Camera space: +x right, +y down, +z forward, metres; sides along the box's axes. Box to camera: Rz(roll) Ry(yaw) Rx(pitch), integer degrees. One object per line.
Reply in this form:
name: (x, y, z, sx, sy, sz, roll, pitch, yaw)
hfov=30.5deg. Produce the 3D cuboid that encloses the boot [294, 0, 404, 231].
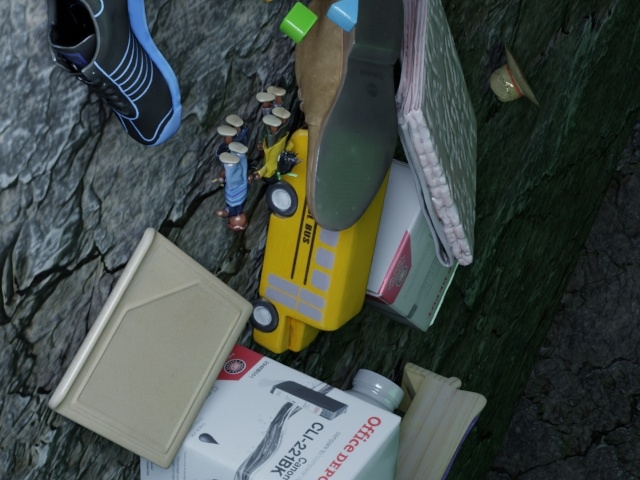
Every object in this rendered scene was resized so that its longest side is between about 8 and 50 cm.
boot: (0.021, -0.161, 1.405, 0.112, 0.115, 0.305, 13, 84, -42)

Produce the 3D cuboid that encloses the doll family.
doll family: (-0.079, -0.092, 1.384, 0.193, 0.076, 0.111, -40, 150, -39)

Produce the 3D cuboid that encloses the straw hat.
straw hat: (0.341, -0.286, 2.129, 0.061, 0.144, 0.144, -28, 161, 13)

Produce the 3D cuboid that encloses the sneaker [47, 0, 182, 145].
sneaker: (-0.194, -0.164, 1.057, 0.090, 0.081, 0.232, -49, 144, -32)

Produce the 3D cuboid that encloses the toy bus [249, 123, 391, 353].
toy bus: (0.000, 0.000, 1.557, 0.108, 0.130, 0.332, -33, 139, -53)

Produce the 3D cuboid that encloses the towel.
towel: (0.163, -0.176, 1.649, 0.331, 0.054, 0.316, 65, 25, -47)

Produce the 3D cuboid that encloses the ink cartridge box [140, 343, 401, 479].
ink cartridge box: (-0.061, 0.264, 1.477, 0.197, 0.273, 0.114, -42, 146, -46)

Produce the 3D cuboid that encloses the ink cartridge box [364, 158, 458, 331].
ink cartridge box: (0.127, 0.011, 1.864, 0.207, 0.117, 0.283, -65, 156, -7)

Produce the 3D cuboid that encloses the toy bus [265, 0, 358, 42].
toy bus: (-0.047, -0.299, 1.210, 0.104, 0.202, 0.190, 142, -29, -73)

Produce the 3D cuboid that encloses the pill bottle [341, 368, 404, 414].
pill bottle: (0.055, 0.334, 1.996, 0.216, 0.121, 0.121, -61, 156, -17)

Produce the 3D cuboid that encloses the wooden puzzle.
wooden puzzle: (-0.188, 0.125, 1.328, 0.220, 0.044, 0.238, -62, 144, -13)

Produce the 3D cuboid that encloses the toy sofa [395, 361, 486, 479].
toy sofa: (0.167, 0.420, 2.200, 0.150, 0.177, 0.362, 95, 22, -46)
